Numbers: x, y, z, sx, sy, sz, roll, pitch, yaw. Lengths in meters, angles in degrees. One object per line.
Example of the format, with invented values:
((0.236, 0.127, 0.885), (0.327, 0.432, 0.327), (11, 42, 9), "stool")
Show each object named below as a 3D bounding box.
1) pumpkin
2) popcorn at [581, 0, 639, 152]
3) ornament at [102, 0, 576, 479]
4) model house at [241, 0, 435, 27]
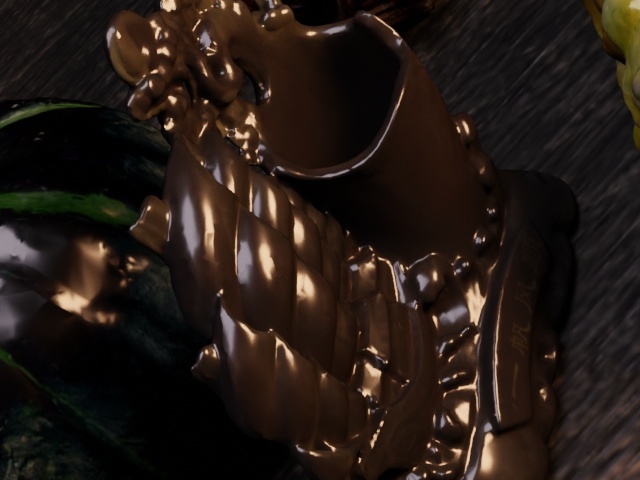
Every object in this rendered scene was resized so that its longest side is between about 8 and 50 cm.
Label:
((-0.178, 0.061, 0.865), (0.315, 0.238, 0.315), (-26, 39, 23), "pumpkin")
((0.212, -0.128, 0.731), (0.286, 0.173, 0.225), (24, 83, 49), "popcorn")
((0.000, 0.000, 0.745), (0.106, 0.260, 0.251), (-19, 48, 37), "ornament")
((-0.009, -0.204, 1.010), (0.203, 0.141, 0.164), (16, 59, 44), "model house")
